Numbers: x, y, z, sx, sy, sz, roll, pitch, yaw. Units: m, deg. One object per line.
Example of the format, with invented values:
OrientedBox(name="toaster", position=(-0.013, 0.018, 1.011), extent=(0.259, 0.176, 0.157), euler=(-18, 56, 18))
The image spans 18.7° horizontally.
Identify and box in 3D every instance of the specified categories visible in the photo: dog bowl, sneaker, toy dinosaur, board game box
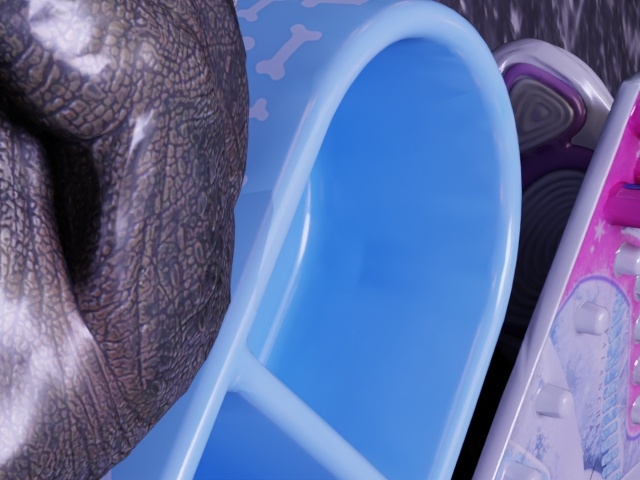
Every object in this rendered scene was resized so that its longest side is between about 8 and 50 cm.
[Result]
OrientedBox(name="dog bowl", position=(-0.024, 0.054, 0.549), extent=(0.166, 0.074, 0.297), euler=(48, 58, -51))
OrientedBox(name="sneaker", position=(0.125, 0.011, 1.052), extent=(0.152, 0.114, 0.305), euler=(-97, 171, -53))
OrientedBox(name="toy dinosaur", position=(-0.058, -0.030, 0.404), extent=(0.160, 0.121, 0.313), euler=(52, 23, -49))
OrientedBox(name="board game box", position=(0.172, 0.170, 0.971), extent=(0.390, 0.050, 0.390), euler=(40, 68, -55))
